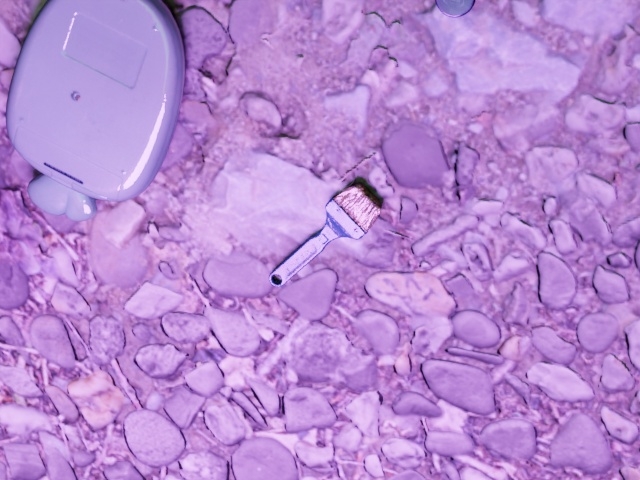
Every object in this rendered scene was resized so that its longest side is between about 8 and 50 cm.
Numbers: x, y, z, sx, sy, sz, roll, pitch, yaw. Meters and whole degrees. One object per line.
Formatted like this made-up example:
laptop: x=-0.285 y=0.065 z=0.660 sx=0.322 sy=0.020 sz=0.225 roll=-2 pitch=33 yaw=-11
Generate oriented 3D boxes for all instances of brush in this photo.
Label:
brush: x=0.000 y=0.000 z=1.557 sx=0.051 sy=0.014 sz=0.164 roll=46 pitch=122 yaw=-4

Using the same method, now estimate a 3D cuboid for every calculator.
calculator: x=-0.240 y=-0.141 z=1.557 sx=0.184 sy=0.042 sz=0.295 roll=27 pitch=120 yaw=6

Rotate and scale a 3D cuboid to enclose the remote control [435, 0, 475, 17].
remote control: x=0.137 y=-0.279 z=1.363 sx=0.043 sy=0.027 sz=0.152 roll=22 pitch=119 yaw=16
